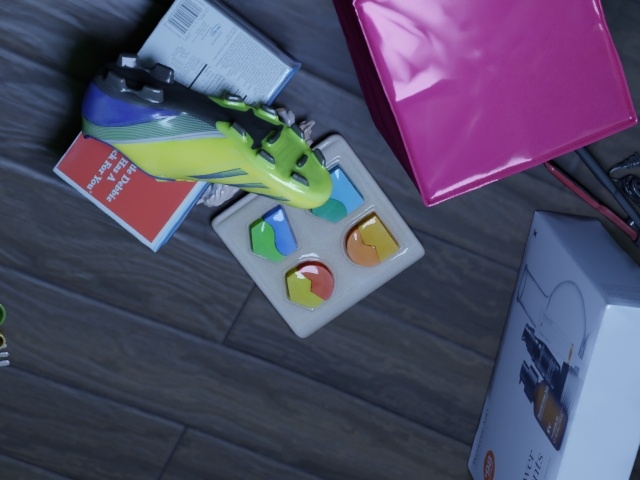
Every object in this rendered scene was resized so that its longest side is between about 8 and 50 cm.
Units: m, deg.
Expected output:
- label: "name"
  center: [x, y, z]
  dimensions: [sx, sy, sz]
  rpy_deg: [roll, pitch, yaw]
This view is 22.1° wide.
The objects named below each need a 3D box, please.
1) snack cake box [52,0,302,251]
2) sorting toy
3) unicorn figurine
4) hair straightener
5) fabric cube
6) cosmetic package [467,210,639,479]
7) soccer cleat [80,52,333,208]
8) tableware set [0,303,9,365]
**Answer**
- label: "snack cake box"
  center: [-0.161, -0.139, 1.852]
  dimensions: [0.152, 0.089, 0.264]
  rpy_deg: [38, 102, -1]
- label: "sorting toy"
  center: [0.000, 0.000, 1.992]
  dimensions: [0.193, 0.038, 0.208]
  rpy_deg: [-35, 114, 6]
- label: "unicorn figurine"
  center: [-0.088, -0.097, 1.920]
  dimensions: [0.162, 0.060, 0.111]
  rpy_deg: [-3, 92, 12]
- label: "hair straightener"
  center: [0.378, -0.061, 2.027]
  dimensions: [0.230, 0.047, 0.089]
  rpy_deg: [39, 102, -22]
- label: "fabric cube"
  center: [0.163, -0.233, 1.802]
  dimensions: [0.254, 0.258, 0.259]
  rpy_deg: [-20, 115, 0]
- label: "cosmetic package"
  center: [0.295, 0.191, 1.991]
  dimensions: [0.097, 0.284, 0.377]
  rpy_deg: [8, 111, -11]
- label: "soccer cleat"
  center: [-0.125, -0.099, 1.776]
  dimensions: [0.289, 0.093, 0.121]
  rpy_deg: [25, 127, 0]
- label: "tableware set"
  center: [-0.453, 0.121, 1.973]
  dimensions: [0.154, 0.024, 0.104]
  rpy_deg: [-7, 113, -7]
